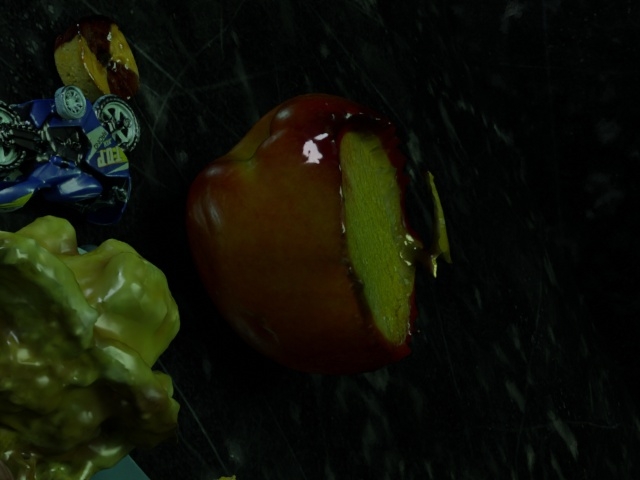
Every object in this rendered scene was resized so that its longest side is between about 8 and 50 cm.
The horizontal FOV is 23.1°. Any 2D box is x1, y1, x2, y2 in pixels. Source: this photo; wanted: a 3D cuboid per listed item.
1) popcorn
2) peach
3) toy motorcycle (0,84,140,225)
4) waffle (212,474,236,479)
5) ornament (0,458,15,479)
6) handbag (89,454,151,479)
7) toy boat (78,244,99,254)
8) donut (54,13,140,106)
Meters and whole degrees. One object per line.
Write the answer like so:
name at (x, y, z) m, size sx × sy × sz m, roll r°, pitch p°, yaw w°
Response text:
popcorn at (-0.305, 0.110, 1.596) m, size 0.290 × 0.325 × 0.321 m, roll -112°, pitch -162°, yaw -70°
peach at (-0.019, -0.010, 2.176) m, size 0.335 × 0.310 × 0.406 m, roll -61°, pitch 140°, yaw -43°
toy motorcycle at (-0.317, -0.095, 1.899) m, size 0.315 × 0.113 × 0.169 m, roll -11°, pitch 89°, yaw -56°
waffle at (-0.091, 0.448, 1.969) m, size 0.219 × 0.057 × 0.229 m, roll 53°, pitch 29°, yaw -30°
ornament at (-0.414, 0.167, 1.394) m, size 0.235 × 0.221 × 0.218 m, roll 117°, pitch -50°, yaw -81°
handbag at (-0.222, 0.321, 1.777) m, size 0.221 × 0.057 × 0.144 m, roll 57°, pitch 15°, yaw -24°
toy boat at (-0.288, 0.085, 1.871) m, size 0.134 × 0.079 × 0.208 m, roll 38°, pitch 27°, yaw -60°
donut at (-0.301, -0.238, 2.100) m, size 0.140 × 0.059 × 0.140 m, roll 46°, pitch 32°, yaw -40°
